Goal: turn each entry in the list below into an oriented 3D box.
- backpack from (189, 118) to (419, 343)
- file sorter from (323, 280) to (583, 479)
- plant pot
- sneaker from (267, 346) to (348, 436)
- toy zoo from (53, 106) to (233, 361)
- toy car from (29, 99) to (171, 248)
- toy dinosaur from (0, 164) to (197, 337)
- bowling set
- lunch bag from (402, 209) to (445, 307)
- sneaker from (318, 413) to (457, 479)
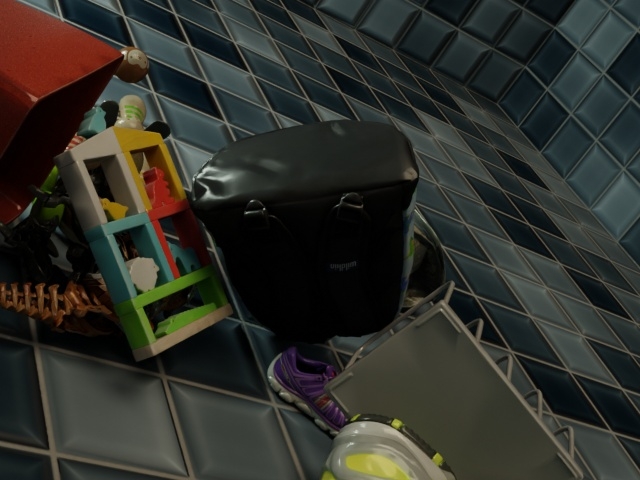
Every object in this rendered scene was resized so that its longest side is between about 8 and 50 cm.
[{"bbox_3d":[0.000,0.000,1.434,0.290,0.355,0.273,-9,41,5],"label":"backpack"},{"bbox_3d":[0.178,0.218,1.383,0.277,0.193,0.173,51,18,-3],"label":"file sorter"},{"bbox_3d":[-0.428,-0.158,1.213,0.236,0.267,0.267,37,22,-5],"label":"plant pot"},{"bbox_3d":[0.011,0.204,1.403,0.170,0.071,0.068,34,22,-6],"label":"sneaker"},{"bbox_3d":[-0.212,-0.021,1.256,0.192,0.030,0.293,-25,93,-64],"label":"toy zoo"},{"bbox_3d":[-0.283,-0.094,1.419,0.155,0.188,0.149,20,26,-33],"label":"toy car"},{"bbox_3d":[-0.266,0.035,1.259,0.218,0.164,0.322,58,5,11],"label":"toy dinosaur"},{"bbox_3d":[-0.332,-0.186,1.539,0.287,0.200,0.154,24,26,-18],"label":"bowling set"},{"bbox_3d":[0.079,-0.017,1.828,0.287,0.169,0.235,23,21,-47],"label":"lunch bag"},{"bbox_3d":[0.146,0.375,1.222,0.385,0.145,0.147,39,53,1],"label":"sneaker"}]
